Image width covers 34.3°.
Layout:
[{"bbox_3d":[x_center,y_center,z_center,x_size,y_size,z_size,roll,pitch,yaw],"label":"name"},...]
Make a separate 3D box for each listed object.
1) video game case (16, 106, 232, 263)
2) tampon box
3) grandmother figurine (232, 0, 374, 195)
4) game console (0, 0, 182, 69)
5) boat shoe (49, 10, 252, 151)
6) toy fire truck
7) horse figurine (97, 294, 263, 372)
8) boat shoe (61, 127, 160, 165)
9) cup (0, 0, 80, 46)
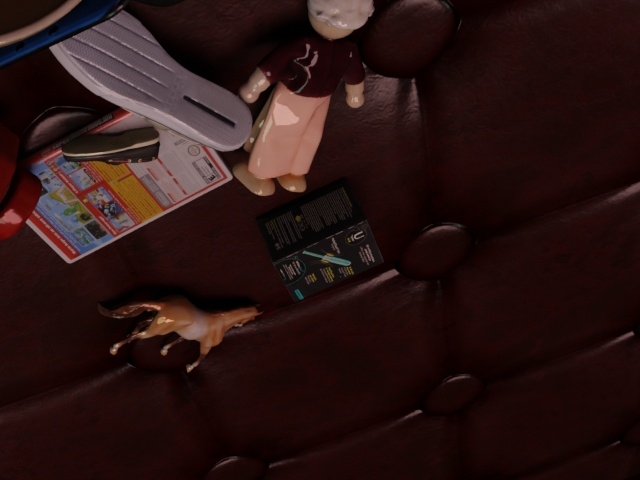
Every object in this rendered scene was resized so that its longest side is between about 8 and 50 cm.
[{"bbox_3d":[-0.292,-0.090,1.481,0.285,0.025,0.204,-27,140,5],"label":"video game case"},{"bbox_3d":[0.000,0.000,1.655,0.161,0.101,0.120,-24,141,1],"label":"tampon box"},{"bbox_3d":[-0.022,-0.218,1.418,0.208,0.104,0.342,-17,143,-44],"label":"grandmother figurine"},{"bbox_3d":[-0.188,-0.258,1.111,0.250,0.173,0.293,8,169,-43],"label":"game console"},{"bbox_3d":[-0.228,-0.198,1.319,0.302,0.109,0.094,34,158,-25],"label":"boat shoe"},{"bbox_3d":[-0.484,0.000,1.294,0.302,0.254,0.169,-39,126,19],"label":"toy fire truck"},{"bbox_3d":[-0.239,0.143,1.732,0.174,0.066,0.263,-38,140,26],"label":"horse figurine"},{"bbox_3d":[-0.281,-0.119,1.395,0.133,0.049,0.042,-10,131,-21],"label":"boat shoe"},{"bbox_3d":[-0.363,-0.326,0.992,0.331,0.331,0.237,-6,-178,-19],"label":"cup"}]
